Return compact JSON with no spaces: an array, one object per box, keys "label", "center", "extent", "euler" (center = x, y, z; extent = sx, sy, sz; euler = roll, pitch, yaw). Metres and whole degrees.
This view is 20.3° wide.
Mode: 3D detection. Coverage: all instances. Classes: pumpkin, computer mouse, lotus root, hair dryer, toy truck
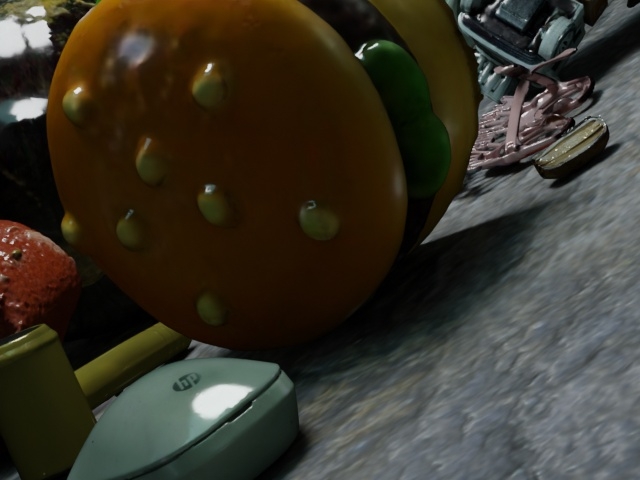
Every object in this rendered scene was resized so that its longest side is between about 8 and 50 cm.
[{"label":"pumpkin","center":[-0.322,-0.087,2.095],"extent":[0.454,0.454,0.344],"euler":[-30,49,3]},{"label":"computer mouse","center":[-0.127,0.154,1.505],"extent":[0.159,0.097,0.288],"euler":[-39,16,-27]},{"label":"lotus root","center":[0.246,-0.085,1.727],"extent":[0.083,0.030,0.037],"euler":[-36,45,-9]},{"label":"hair dryer","center":[-0.224,0.126,1.787],"extent":[0.090,0.135,0.279],"euler":[-20,6,35]},{"label":"toy truck","center":[0.285,-0.305,2.090],"extent":[0.338,0.133,0.184],"euler":[-55,-18,-4]}]

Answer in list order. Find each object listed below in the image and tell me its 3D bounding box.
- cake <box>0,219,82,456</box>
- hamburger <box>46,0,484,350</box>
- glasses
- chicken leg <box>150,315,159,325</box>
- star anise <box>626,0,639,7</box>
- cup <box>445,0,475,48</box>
[{"label":"cake","center":[-0.374,0.110,1.876],"extent":[0.151,0.177,0.283],"euler":[-50,-14,-58]},{"label":"hamburger","center":[-0.058,-0.103,1.663],"extent":[0.396,0.395,0.277],"euler":[-21,12,35]},{"label":"glasses","center":[0.191,-0.137,1.917],"extent":[0.162,0.095,0.255],"euler":[-28,9,31]},{"label":"chicken leg","center":[-0.110,0.053,1.924],"extent":[0.234,0.063,0.105],"euler":[-18,23,41]},{"label":"star anise","center":[0.442,-0.404,2.119],"extent":[0.219,0.227,0.148],"euler":[-14,2,17]},{"label":"cup","center":[0.103,-0.404,2.685],"extent":[0.392,0.310,0.401],"euler":[-30,10,24]}]
